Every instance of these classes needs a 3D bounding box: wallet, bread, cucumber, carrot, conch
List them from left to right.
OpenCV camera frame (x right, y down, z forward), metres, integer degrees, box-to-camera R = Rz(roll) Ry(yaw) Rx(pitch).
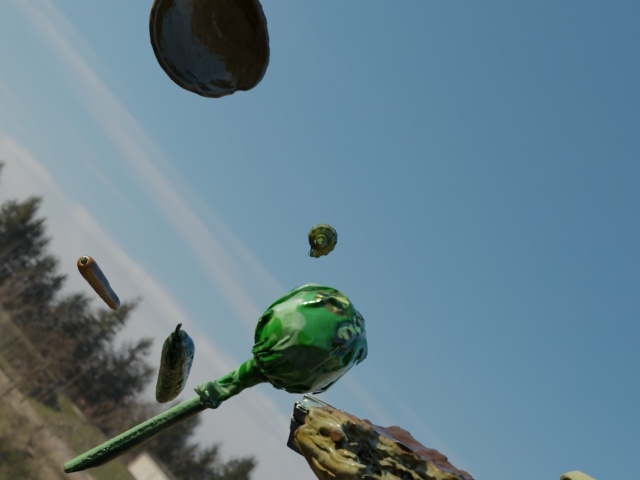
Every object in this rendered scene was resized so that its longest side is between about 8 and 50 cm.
[{"bbox_3d":[-0.488,0.099,2.223,0.043,0.043,0.248,42,-15,25],"label":"carrot"},{"bbox_3d":[-0.242,0.208,1.672,0.056,0.056,0.250,45,-34,16],"label":"cucumber"},{"bbox_3d":[-0.012,0.488,2.572,0.141,0.059,0.202,25,-42,12],"label":"wallet"},{"bbox_3d":[0.000,0.000,2.339,0.074,0.089,0.121,36,12,-5],"label":"conch"},{"bbox_3d":[0.132,0.487,2.008,0.314,0.191,0.370,29,-1,38],"label":"bread"}]

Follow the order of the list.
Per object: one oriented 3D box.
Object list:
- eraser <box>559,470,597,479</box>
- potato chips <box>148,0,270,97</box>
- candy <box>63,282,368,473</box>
[{"bbox_3d":[0.426,0.476,1.625,0.117,0.172,0.058,24,15,37],"label":"eraser"},{"bbox_3d":[-0.171,-0.326,1.569,0.208,0.195,0.062,29,6,-25],"label":"potato chips"},{"bbox_3d":[-0.103,0.141,0.896,0.097,0.323,0.097,53,17,-23],"label":"candy"}]
